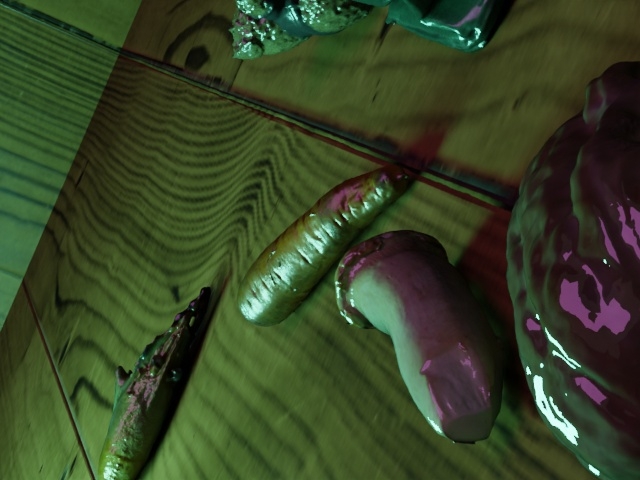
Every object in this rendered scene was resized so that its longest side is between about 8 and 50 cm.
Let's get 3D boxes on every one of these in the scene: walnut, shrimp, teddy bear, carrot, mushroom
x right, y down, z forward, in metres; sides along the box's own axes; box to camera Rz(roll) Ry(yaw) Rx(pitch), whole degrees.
[{"bbox_3d":[0.160,0.004,0.611,0.178,0.178,0.230,-58,16,27],"label":"walnut"},{"bbox_3d":[-0.192,0.159,1.584,0.262,0.066,0.117,-66,18,-1],"label":"shrimp"},{"bbox_3d":[-0.003,-0.261,1.461,0.251,0.182,0.129,-47,63,44],"label":"teddy bear"},{"bbox_3d":[0.000,0.000,1.247,0.248,0.059,0.059,-45,28,44],"label":"carrot"},{"bbox_3d":[0.067,0.057,0.949,0.209,0.084,0.071,-119,33,-64],"label":"mushroom"}]

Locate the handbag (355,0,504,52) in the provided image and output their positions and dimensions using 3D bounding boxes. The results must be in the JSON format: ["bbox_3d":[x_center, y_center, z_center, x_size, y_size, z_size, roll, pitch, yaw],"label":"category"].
[{"bbox_3d":[0.131,-0.325,1.206,0.326,0.089,0.238,-65,17,6],"label":"handbag"}]
